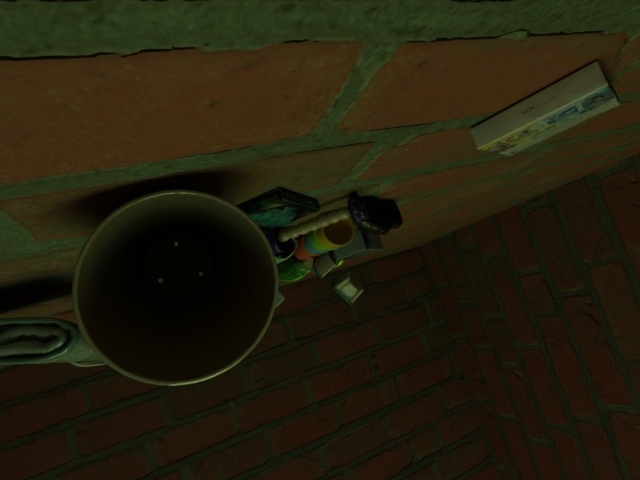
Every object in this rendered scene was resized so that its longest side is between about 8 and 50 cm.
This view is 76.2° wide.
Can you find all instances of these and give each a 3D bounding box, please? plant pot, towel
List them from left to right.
[{"bbox_3d":[-0.671,0.216,0.867,0.373,0.090,0.320,3,165,-12],"label":"towel"},{"bbox_3d":[-0.223,0.055,0.660,0.256,0.257,0.274,-15,-172,-18],"label":"plant pot"}]

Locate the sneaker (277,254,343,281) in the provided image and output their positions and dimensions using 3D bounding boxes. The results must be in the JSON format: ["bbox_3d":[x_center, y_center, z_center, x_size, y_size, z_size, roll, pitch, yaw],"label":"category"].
[{"bbox_3d":[-0.056,0.071,1.563,0.295,0.110,0.123,-20,150,19],"label":"sneaker"}]

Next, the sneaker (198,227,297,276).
[{"bbox_3d":[-0.182,0.042,1.041,0.255,0.094,0.151,-25,-179,-27],"label":"sneaker"}]

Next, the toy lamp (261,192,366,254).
[{"bbox_3d":[-0.033,-0.030,0.950,0.274,0.080,0.080,-18,172,8],"label":"toy lamp"}]

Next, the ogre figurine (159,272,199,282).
[{"bbox_3d":[-0.409,0.130,1.144,0.196,0.097,0.118,-9,177,-16],"label":"ogre figurine"}]

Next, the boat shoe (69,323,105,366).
[{"bbox_3d":[-0.590,0.263,1.377,0.499,0.187,0.156,-18,168,-36],"label":"boat shoe"}]

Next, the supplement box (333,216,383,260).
[{"bbox_3d":[0.114,-0.006,1.293,0.113,0.111,0.220,-20,171,20],"label":"supplement box"}]

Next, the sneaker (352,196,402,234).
[{"bbox_3d":[0.136,-0.051,1.094,0.106,0.101,0.267,-19,172,27],"label":"sneaker"}]

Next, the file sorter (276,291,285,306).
[{"bbox_3d":[-0.271,0.197,1.230,0.277,0.193,0.173,-44,180,-6],"label":"file sorter"}]

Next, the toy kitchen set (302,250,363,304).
[{"bbox_3d":[0.038,0.106,1.312,0.122,0.166,0.207,-44,-167,15],"label":"toy kitchen set"}]

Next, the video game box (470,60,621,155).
[{"bbox_3d":[0.399,-0.219,0.725,0.205,0.048,0.187,-25,171,40],"label":"video game box"}]

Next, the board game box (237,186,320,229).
[{"bbox_3d":[-0.089,-0.059,0.818,0.126,0.026,0.186,-20,171,20],"label":"board game box"}]

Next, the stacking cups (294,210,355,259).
[{"bbox_3d":[0.000,0.000,1.182,0.095,0.096,0.316,-15,173,-20],"label":"stacking cups"}]
